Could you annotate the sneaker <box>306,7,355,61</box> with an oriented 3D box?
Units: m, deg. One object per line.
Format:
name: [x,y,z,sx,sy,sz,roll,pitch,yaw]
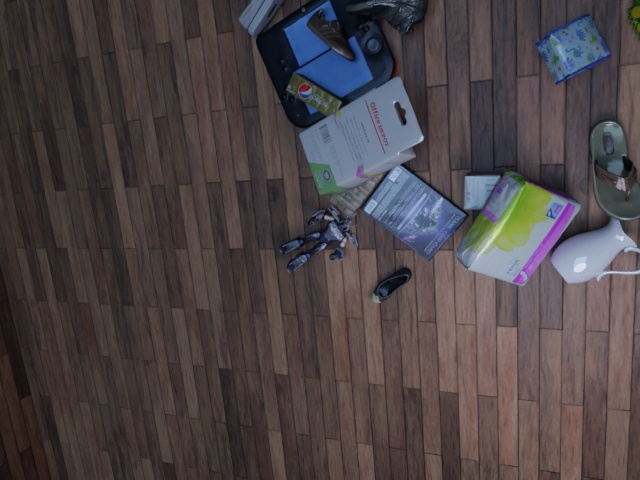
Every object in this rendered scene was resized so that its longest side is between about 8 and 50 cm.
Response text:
sneaker: [0.040,-0.606,1.490,0.188,0.066,0.071,44,112,11]

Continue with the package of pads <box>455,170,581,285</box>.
package of pads: [0.543,-0.027,1.420,0.229,0.101,0.296,17,114,-23]

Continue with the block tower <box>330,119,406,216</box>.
block tower: [0.159,-0.223,1.581,0.091,0.097,0.335,40,115,9]

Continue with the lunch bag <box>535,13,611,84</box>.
lunch bag: [0.659,-0.498,1.313,0.151,0.096,0.128,-29,93,-4]

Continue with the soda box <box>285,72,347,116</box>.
soda box: [-0.011,-0.440,1.549,0.181,0.058,0.061,34,113,11]

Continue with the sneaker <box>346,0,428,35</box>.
sneaker: [0.189,-0.637,1.433,0.228,0.087,0.130,-5,130,9]

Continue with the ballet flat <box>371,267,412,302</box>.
ballet flat: [0.229,0.149,1.674,0.057,0.049,0.173,48,115,5]

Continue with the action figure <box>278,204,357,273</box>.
action figure: [0.000,0.000,1.703,0.285,0.099,0.185,-30,86,22]

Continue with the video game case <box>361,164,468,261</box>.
video game case: [0.291,-0.090,1.595,0.274,0.026,0.196,38,114,4]

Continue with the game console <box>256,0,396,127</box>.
game console: [0.014,-0.568,1.568,0.387,0.060,0.341,-23,95,24]

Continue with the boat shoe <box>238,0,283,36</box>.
boat shoe: [-0.161,-0.764,1.571,0.088,0.096,0.267,44,123,1]

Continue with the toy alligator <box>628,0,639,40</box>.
toy alligator: [0.812,-0.528,1.270,0.189,0.056,0.051,65,157,-5]

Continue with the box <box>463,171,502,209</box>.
box: [0.473,-0.145,1.480,0.102,0.087,0.101,3,105,22]

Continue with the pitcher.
pitcher: [0.758,0.048,1.385,0.207,0.126,0.177,-38,56,20]

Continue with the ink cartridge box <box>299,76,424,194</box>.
ink cartridge box: [0.131,-0.290,1.459,0.354,0.119,0.207,-23,80,32]

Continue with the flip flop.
flip flop: [0.776,-0.185,1.331,0.112,0.080,0.276,-9,87,16]
